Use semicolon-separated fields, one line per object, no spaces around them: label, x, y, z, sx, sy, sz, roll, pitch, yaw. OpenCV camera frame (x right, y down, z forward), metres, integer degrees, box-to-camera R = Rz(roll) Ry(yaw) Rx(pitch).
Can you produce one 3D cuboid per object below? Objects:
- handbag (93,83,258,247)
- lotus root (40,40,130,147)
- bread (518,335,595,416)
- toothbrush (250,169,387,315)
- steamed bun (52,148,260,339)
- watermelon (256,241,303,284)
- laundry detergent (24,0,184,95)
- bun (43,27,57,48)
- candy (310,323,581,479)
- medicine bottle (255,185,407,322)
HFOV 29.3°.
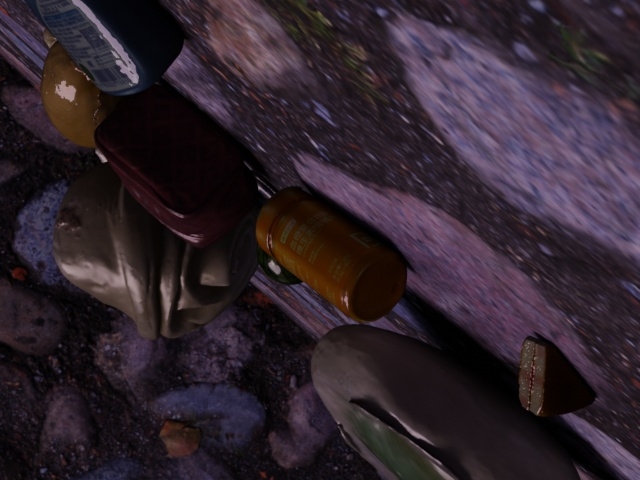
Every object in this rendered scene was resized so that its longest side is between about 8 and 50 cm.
handbag;-0.197;-0.104;1.706;0.225;0.146;0.135;40;170;21
lotus root;-0.331;-0.217;1.757;0.130;0.146;0.303;35;169;7
bread;0.230;0.149;1.232;0.109;0.062;0.043;43;173;-33
toothbrush;0.000;0.000;1.753;0.288;0.026;0.024;44;147;-1
steamed bun;-0.227;-0.021;1.943;0.219;0.310;0.324;-9;135;42
watermelon;-0.050;0.015;1.795;0.109;0.109;0.109;42;173;6
laundry detergent;-0.273;-0.283;1.279;0.143;0.094;0.290;13;148;53
bun;-0.378;-0.307;1.860;0.086;0.055;0.086;28;164;9
candy;0.169;0.257;1.663;0.427;0.186;0.386;39;167;-18
medicine bottle;0.012;0.015;1.479;0.192;0.096;0.096;37;171;43
